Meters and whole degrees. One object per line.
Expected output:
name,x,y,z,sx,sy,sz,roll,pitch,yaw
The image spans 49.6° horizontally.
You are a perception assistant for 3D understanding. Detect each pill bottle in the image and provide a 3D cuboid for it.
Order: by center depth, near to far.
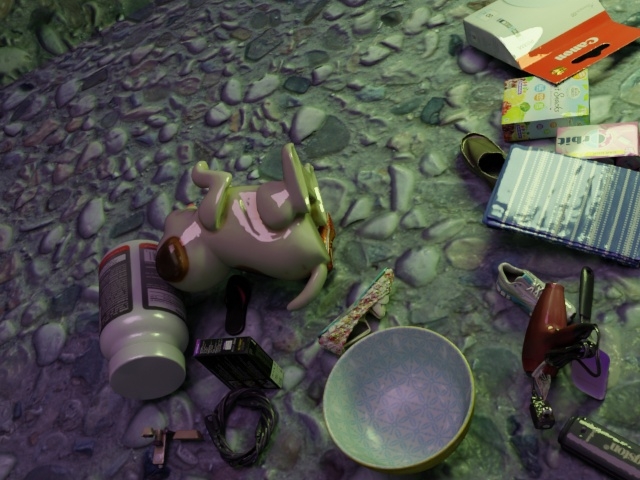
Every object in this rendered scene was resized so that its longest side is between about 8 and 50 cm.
pill bottle,-0.435,0.189,1.696,0.210,0.210,0.363,-23,47,6

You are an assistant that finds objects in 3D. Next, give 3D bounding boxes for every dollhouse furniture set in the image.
dollhouse furniture set,-0.325,0.457,1.520,0.114,0.091,0.081,-6,66,18

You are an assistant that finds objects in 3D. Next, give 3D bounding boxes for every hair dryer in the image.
hair dryer,0.452,0.188,1.281,0.080,0.223,0.293,20,34,-10

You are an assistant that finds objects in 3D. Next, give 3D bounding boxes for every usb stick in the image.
usb stick,0.542,0.389,1.172,0.278,0.045,0.077,26,68,39

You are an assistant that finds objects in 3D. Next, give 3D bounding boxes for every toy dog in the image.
toy dog,-0.194,-0.006,1.666,0.408,0.284,0.395,-15,89,10

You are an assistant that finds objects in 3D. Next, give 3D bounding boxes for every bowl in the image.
bowl,0.164,0.327,1.329,0.289,0.156,0.289,-13,48,15

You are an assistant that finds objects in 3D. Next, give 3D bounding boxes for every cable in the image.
cable,-0.166,0.406,1.507,0.150,0.047,0.184,-33,43,-9

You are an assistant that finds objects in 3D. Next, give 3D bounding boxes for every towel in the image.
towel,0.548,-0.084,1.518,0.336,0.040,0.243,17,62,17

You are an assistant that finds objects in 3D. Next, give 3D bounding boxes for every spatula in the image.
spatula,0.526,0.167,1.362,0.030,0.084,0.296,-51,18,47

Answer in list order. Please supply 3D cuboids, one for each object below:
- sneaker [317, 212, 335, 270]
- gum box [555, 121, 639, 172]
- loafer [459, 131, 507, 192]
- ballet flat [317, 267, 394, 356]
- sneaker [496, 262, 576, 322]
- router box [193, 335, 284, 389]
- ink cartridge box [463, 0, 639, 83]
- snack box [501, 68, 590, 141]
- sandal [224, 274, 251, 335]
sneaker,0.000,0.000,1.744,0.067,0.064,0.175,-5,51,17
gum box,0.648,-0.211,1.607,0.188,0.062,0.107,-1,53,25
loafer,0.417,-0.197,1.689,0.094,0.087,0.251,-29,46,0
ballet flat,0.096,0.168,1.562,0.077,0.091,0.241,44,82,12
sneaker,0.439,0.107,1.432,0.071,0.083,0.191,-45,49,-16
router box,-0.177,0.273,1.523,0.133,0.179,0.046,-7,53,21
ink cartridge box,0.621,-0.581,1.867,0.308,0.091,0.385,-29,39,-9
snack box,0.570,-0.341,1.749,0.207,0.070,0.174,-3,51,22
sandal,-0.213,0.153,1.736,0.067,0.040,0.179,-15,48,14
